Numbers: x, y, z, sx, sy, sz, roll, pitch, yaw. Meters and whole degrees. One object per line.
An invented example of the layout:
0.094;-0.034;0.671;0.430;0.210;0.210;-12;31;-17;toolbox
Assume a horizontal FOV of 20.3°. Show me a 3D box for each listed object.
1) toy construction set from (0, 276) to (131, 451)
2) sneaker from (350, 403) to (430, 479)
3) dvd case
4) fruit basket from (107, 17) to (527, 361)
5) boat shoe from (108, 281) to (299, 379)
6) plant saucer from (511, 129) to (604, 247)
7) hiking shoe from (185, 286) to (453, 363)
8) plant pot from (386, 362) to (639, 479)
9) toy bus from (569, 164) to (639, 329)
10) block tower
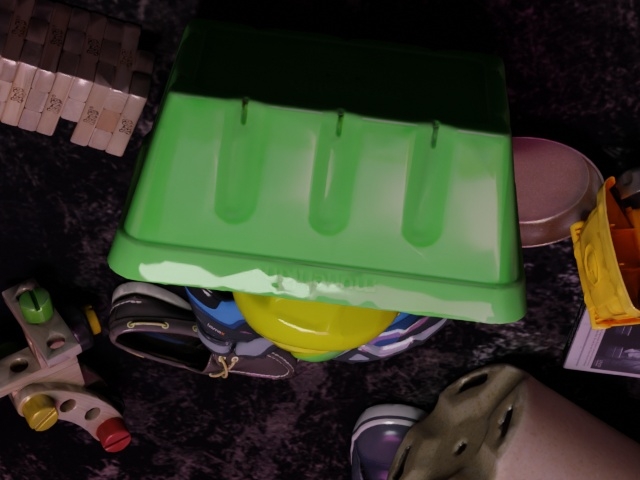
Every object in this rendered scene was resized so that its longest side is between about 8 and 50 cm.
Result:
-0.339;0.189;1.947;0.257;0.309;0.237;-2;136;-4;toy construction set
0.098;0.333;2.193;0.126;0.127;0.321;2;139;7;sneaker
0.397;0.094;1.940;0.238;0.030;0.179;7;142;-2;dvd case
0.000;0.000;1.642;0.392;0.283;0.392;1;120;2;fruit basket
-0.129;0.118;1.995;0.227;0.069;0.081;20;139;-17;boat shoe
0.198;-0.055;1.778;0.168;0.029;0.168;3;140;2;plant saucer
-0.003;0.055;1.868;0.304;0.113;0.132;-8;140;15;hiking shoe
0.253;0.312;2.028;0.305;0.334;0.334;40;131;-21;plant pot
0.356;0.019;1.765;0.220;0.149;0.211;-7;163;-14;toy bus
-0.325;-0.179;1.636;0.335;0.091;0.097;17;139;-13;block tower
